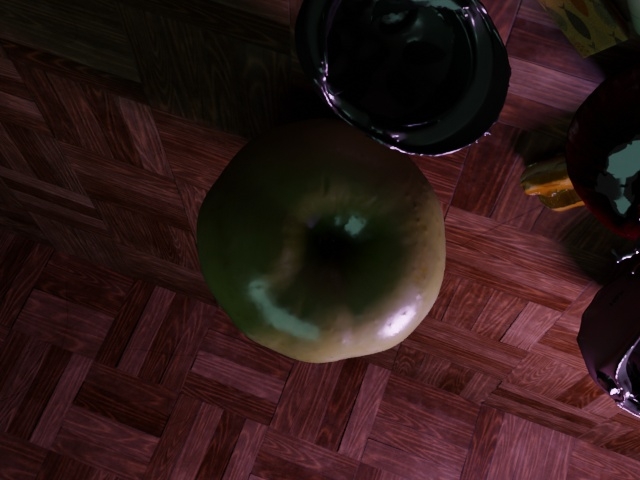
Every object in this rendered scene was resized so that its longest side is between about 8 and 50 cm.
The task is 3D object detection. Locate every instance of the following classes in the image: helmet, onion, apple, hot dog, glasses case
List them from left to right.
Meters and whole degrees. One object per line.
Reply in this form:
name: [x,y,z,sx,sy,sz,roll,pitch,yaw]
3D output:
apple: [0.000,0.000,1.472,0.473,0.473,0.473,19,158,8]
helmet: [0.095,-0.252,1.100,0.305,0.225,0.177,34,-177,-24]
glasses case: [0.313,-0.302,0.995,0.064,0.041,0.170,-19,135,42]
hot dog: [0.431,-0.106,1.294,0.109,0.072,0.269,30,158,-24]
helmet: [0.613,0.175,1.560,0.338,0.271,0.197,45,178,-43]
onion: [0.455,-0.095,1.046,0.273,0.285,0.273,16,135,16]

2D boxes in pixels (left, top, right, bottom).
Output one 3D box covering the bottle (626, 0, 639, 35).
bottle: [0.363,-0.314,0.880,0.072,0.072,0.201,7,153,34]
